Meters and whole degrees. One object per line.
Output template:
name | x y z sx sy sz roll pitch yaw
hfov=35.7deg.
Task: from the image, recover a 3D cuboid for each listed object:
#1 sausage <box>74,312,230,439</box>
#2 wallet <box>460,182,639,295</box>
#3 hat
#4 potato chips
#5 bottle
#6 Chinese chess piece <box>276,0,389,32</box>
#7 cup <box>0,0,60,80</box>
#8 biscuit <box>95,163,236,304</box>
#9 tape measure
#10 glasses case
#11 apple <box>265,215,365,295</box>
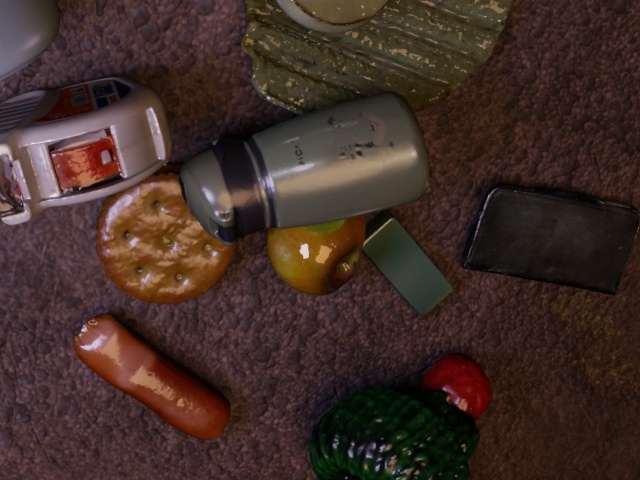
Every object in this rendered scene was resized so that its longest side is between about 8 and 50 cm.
sausage | -0.265 0.221 1.587 0.300 0.083 0.089 41 95 -23
wallet | 0.404 -0.005 1.719 0.317 0.045 0.173 8 111 -20
hat | 0.167 0.331 1.695 0.332 0.274 0.242 -38 131 -31
potato chips | 0.082 -0.341 1.482 0.429 0.070 0.359 12 104 -21
bottle | -0.028 -0.099 1.428 0.346 0.168 0.169 -14 114 -8
Chinese chess piece | 0.017 -0.384 1.381 0.188 0.083 0.189 -2 99 -13
cup | -0.521 -0.316 1.235 0.356 0.259 0.275 -13 118 23
biscuit | -0.234 -0.009 1.517 0.220 0.066 0.221 -5 113 -12
tape measure | -0.334 -0.127 1.333 0.265 0.258 0.130 -14 112 -11
glasses case | 0.139 0.039 1.659 0.077 0.039 0.184 -42 116 1
apple | -0.001 0.005 1.537 0.163 0.147 0.146 -20 140 -19
